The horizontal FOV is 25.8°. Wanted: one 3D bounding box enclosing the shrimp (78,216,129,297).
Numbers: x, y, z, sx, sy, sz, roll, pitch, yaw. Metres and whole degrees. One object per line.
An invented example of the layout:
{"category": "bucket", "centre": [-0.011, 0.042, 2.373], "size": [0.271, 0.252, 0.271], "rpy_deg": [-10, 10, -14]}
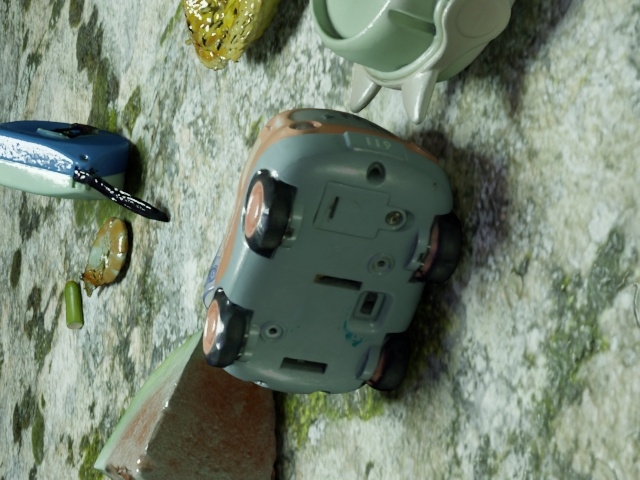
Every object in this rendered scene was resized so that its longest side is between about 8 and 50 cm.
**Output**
{"category": "shrimp", "centre": [-0.336, 0.033, 2.156], "size": [0.184, 0.043, 0.091], "rpy_deg": [-49, 47, 49]}

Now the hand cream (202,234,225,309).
{"category": "hand cream", "centre": [-0.118, 0.042, 1.711], "size": [0.142, 0.053, 0.084], "rpy_deg": [-96, 25, -43]}

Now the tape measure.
{"category": "tape measure", "centre": [-0.336, -0.108, 2.089], "size": [0.351, 0.215, 0.098], "rpy_deg": [16, 104, 19]}

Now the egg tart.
{"category": "egg tart", "centre": [-0.097, -0.324, 1.682], "size": [0.252, 0.098, 0.232], "rpy_deg": [-63, 40, 44]}

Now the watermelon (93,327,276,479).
{"category": "watermelon", "centre": [-0.130, 0.241, 1.619], "size": [0.310, 0.193, 0.232], "rpy_deg": [-48, 23, 32]}

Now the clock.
{"category": "clock", "centre": [0.086, -0.268, 1.241], "size": [0.265, 0.108, 0.324], "rpy_deg": [19, 95, 63]}

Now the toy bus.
{"category": "toy bus", "centre": [0.000, 0.000, 1.336], "size": [0.232, 0.194, 0.288], "rpy_deg": [-103, 28, -57]}

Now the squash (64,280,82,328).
{"category": "squash", "centre": [-0.409, 0.104, 2.308], "size": [0.027, 0.027, 0.083], "rpy_deg": [-50, 41, 49]}
